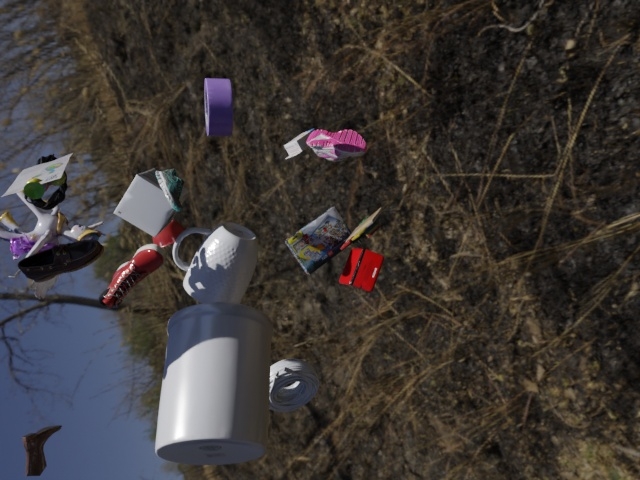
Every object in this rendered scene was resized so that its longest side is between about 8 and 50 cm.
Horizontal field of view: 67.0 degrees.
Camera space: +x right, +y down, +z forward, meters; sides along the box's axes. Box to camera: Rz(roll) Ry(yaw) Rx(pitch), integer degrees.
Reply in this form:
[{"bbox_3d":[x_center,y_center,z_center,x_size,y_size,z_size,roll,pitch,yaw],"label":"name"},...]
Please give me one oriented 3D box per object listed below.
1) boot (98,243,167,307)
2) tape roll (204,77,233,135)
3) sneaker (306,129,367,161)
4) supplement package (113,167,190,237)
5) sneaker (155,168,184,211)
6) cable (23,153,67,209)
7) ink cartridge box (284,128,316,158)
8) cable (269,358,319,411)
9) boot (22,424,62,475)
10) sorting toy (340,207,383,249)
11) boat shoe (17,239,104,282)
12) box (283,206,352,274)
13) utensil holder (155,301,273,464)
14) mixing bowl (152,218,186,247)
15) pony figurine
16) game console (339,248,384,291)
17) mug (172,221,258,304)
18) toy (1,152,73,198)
[{"bbox_3d":[-0.581,0.119,1.488,0.088,0.244,0.176,45,-145,-22],"label":"boot"},{"bbox_3d":[-0.342,-0.444,1.620,0.189,0.080,0.188,177,90,-75],"label":"tape roll"},{"bbox_3d":[0.075,-0.366,1.898,0.253,0.102,0.111,16,158,32],"label":"sneaker"},{"bbox_3d":[-0.730,-0.171,2.123,0.198,0.199,0.262,33,-170,-11],"label":"supplement package"},{"bbox_3d":[-0.477,-0.172,1.580,0.166,0.076,0.065,60,163,18],"label":"sneaker"},{"bbox_3d":[-0.886,-0.192,1.585,0.150,0.047,0.184,31,-110,-72],"label":"cable"},{"bbox_3d":[-0.103,-0.476,2.384,0.104,0.181,0.061,-8,118,49],"label":"ink cartridge box"},{"bbox_3d":[-0.134,0.615,2.049,0.257,0.257,0.089,-56,36,20],"label":"cable"},{"bbox_3d":[-0.761,0.579,1.332,0.037,0.107,0.114,-11,87,38],"label":"boot"},{"bbox_3d":[0.163,-0.038,1.694,0.046,0.274,0.132,47,122,-3],"label":"sorting toy"},{"bbox_3d":[-0.673,0.046,1.254,0.073,0.207,0.073,69,177,-48],"label":"boat shoe"},{"bbox_3d":[0.000,0.000,1.851,0.159,0.233,0.044,56,167,-10],"label":"box"},{"bbox_3d":[-0.305,0.425,1.428,0.327,0.328,0.385,96,172,-53],"label":"utensil holder"},{"bbox_3d":[-0.758,-0.046,2.391,0.098,0.182,0.181,67,167,-20],"label":"mixing bowl"},{"bbox_3d":[-1.041,-0.004,1.793,0.364,0.350,0.303,30,156,-1],"label":"pony figurine"},{"bbox_3d":[0.152,0.109,1.786,0.085,0.124,0.143,101,-170,-78],"label":"game console"},{"bbox_3d":[-0.469,0.079,2.157,0.327,0.375,0.276,-63,15,16],"label":"mug"},{"bbox_3d":[-0.698,-0.152,1.224,0.237,0.137,0.056,-130,21,-63],"label":"toy"}]
